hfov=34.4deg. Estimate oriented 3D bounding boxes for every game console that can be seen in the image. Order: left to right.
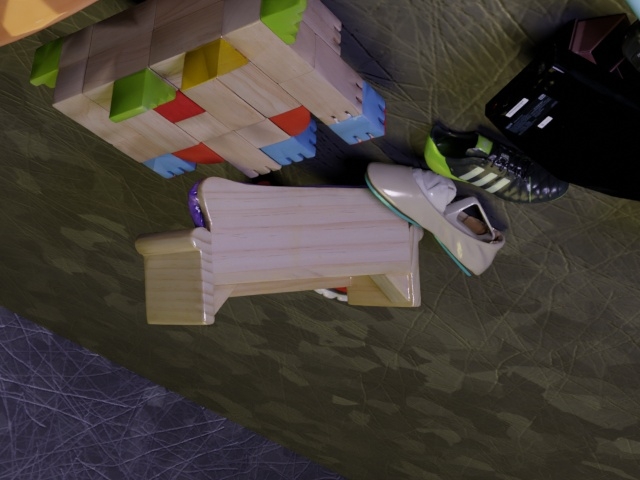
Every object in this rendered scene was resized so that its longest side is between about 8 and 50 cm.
[{"bbox_3d":[0.331,-0.155,0.954,0.213,0.044,0.361,24,144,-18],"label":"game console"}]

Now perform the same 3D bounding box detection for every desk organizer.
[{"bbox_3d":[0.295,-0.164,1.032,0.050,0.047,0.130,-2,147,36],"label":"desk organizer"}]

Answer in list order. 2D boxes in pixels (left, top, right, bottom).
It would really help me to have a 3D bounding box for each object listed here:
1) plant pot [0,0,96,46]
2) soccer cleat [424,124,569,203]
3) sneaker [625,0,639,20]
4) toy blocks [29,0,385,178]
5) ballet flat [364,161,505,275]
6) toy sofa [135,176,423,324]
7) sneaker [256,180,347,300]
[{"bbox_3d":[-0.260,-0.326,0.896,0.291,0.291,0.203,-1,130,40],"label":"plant pot"},{"bbox_3d":[0.208,-0.091,1.235,0.179,0.060,0.072,16,154,17],"label":"soccer cleat"},{"bbox_3d":[0.282,-0.280,0.747,0.208,0.127,0.319,-34,108,35],"label":"sneaker"},{"bbox_3d":[-0.104,-0.171,1.181,0.381,0.190,0.261,-15,149,30],"label":"toy blocks"},{"bbox_3d":[0.160,-0.044,1.361,0.086,0.086,0.248,-6,146,45],"label":"ballet flat"},{"bbox_3d":[-0.046,0.011,1.353,0.363,0.177,0.150,-3,179,-37],"label":"toy sofa"},{"bbox_3d":[0.000,0.000,1.539,0.279,0.107,0.118,25,141,-18],"label":"sneaker"}]
